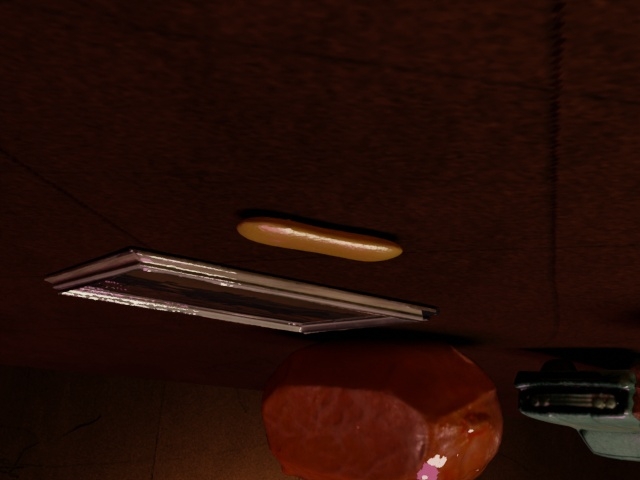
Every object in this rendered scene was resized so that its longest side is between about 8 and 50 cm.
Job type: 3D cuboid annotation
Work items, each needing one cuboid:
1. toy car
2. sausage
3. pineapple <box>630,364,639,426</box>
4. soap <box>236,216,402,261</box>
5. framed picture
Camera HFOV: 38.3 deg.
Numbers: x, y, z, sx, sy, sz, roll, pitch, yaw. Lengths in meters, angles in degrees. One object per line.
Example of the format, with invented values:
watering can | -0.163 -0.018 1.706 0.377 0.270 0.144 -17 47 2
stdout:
toy car | 0.347 0.181 0.957 0.320 0.097 0.141 16 163 -41
sausage | 0.058 0.173 0.915 0.268 0.153 0.141 -5 -175 42
pineapple | 0.287 0.091 0.539 0.130 0.119 0.277 -38 177 -8
soap | 0.000 0.000 0.474 0.089 0.012 0.034 10 167 -21
framed picture | -0.065 0.047 0.717 0.252 0.014 0.197 13 165 -31
